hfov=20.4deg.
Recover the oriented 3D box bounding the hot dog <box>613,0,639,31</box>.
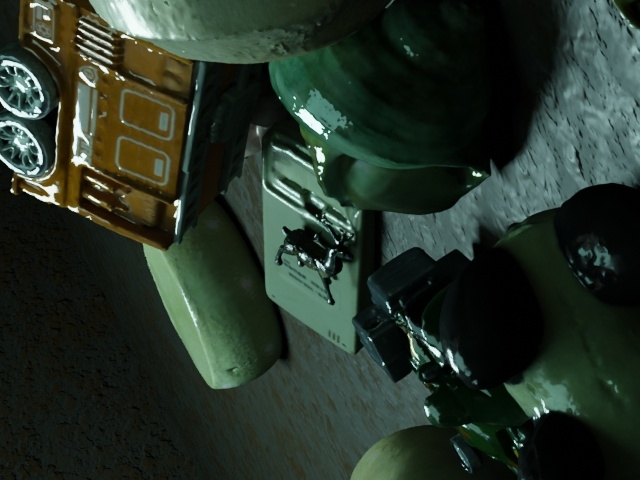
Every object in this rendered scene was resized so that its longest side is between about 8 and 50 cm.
[{"bbox_3d":[0.129,-0.183,0.711,0.337,0.100,0.135,64,168,7],"label":"hot dog"}]

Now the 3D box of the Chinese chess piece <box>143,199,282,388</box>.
[{"bbox_3d":[-0.140,0.065,2.251,0.250,0.101,0.250,60,166,25],"label":"Chinese chess piece"}]

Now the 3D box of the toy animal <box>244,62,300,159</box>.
[{"bbox_3d":[-0.075,-0.126,1.687,0.213,0.124,0.124,8,127,37],"label":"toy animal"}]

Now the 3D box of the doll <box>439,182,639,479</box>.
[{"bbox_3d":[0.167,0.082,0.992,0.234,0.144,0.135,62,-169,11],"label":"doll"}]

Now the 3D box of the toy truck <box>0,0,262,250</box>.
[{"bbox_3d":[-0.147,-0.182,1.493,0.207,0.173,0.387,28,139,14],"label":"toy truck"}]

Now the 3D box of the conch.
[{"bbox_3d":[0.048,-0.092,1.162,0.176,0.122,0.188,31,167,-9],"label":"conch"}]

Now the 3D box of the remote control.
[{"bbox_3d":[0.000,0.000,1.653,0.123,0.038,0.285,34,153,21],"label":"remote control"}]

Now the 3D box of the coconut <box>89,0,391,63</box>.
[{"bbox_3d":[-0.058,-0.246,1.053,0.237,0.237,0.265,49,159,52],"label":"coconut"}]

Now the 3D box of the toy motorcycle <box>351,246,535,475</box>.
[{"bbox_3d":[0.107,0.081,1.248,0.187,0.125,0.275,62,171,-28],"label":"toy motorcycle"}]

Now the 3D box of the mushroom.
[{"bbox_3d":[0.093,0.275,1.479,0.246,0.202,0.246,158,90,-88],"label":"mushroom"}]

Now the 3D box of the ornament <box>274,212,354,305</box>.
[{"bbox_3d":[-0.005,0.007,1.593,0.073,0.028,0.125,37,156,12],"label":"ornament"}]
